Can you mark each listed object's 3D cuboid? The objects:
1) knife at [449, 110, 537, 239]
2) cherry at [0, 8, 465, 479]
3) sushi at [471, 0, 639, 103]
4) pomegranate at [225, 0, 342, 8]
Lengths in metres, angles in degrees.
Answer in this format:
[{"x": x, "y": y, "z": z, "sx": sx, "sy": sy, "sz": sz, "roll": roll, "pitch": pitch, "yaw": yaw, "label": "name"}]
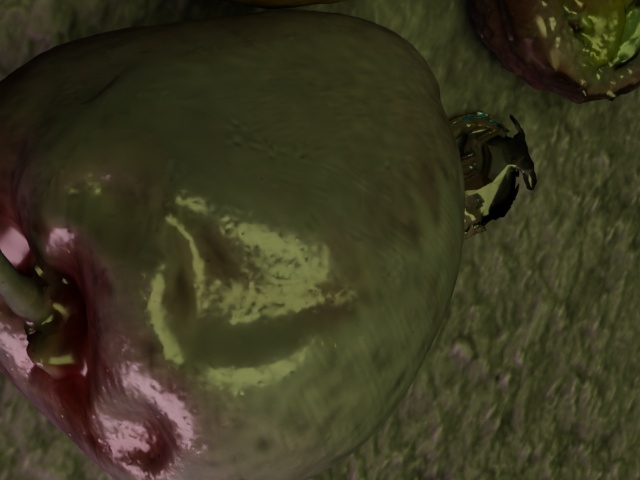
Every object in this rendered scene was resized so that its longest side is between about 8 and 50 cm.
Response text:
[{"x": -0.001, "y": 0.002, "z": 1.082, "sx": 0.365, "sy": 0.043, "sz": 0.089, "roll": -24, "pitch": 78, "yaw": -16, "label": "knife"}, {"x": -0.058, "y": 0.002, "z": 0.890, "sx": 0.335, "sy": 0.326, "sz": 0.291, "roll": -12, "pitch": 128, "yaw": -16, "label": "cherry"}, {"x": 0.189, "y": -0.223, "z": 1.077, "sx": 0.161, "sy": 0.107, "sz": 0.241, "roll": -20, "pitch": 115, "yaw": -22, "label": "sushi"}, {"x": -0.024, "y": -0.266, "z": 0.899, "sx": 0.260, "sy": 0.260, "sz": 0.260, "roll": -6, "pitch": 104, "yaw": -24, "label": "pomegranate"}]
